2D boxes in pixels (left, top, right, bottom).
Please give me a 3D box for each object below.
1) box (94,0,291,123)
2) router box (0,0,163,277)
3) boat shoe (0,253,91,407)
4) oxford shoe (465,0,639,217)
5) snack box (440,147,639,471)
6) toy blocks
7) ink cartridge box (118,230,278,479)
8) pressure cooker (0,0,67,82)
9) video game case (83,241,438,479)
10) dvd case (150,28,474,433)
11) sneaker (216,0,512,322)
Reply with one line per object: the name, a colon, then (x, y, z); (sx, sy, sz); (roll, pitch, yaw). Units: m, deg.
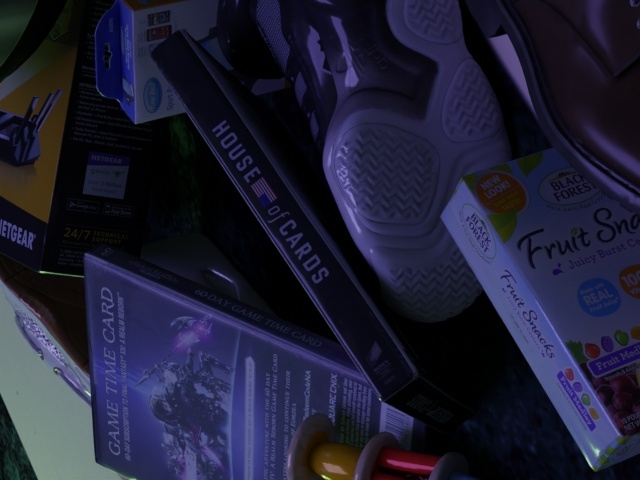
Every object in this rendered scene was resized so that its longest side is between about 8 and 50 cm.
box: (-0.075, -0.124, 0.998); (0.028, 0.136, 0.081); (45, 143, 43)
router box: (-0.219, -0.113, 1.257); (0.309, 0.081, 0.243); (16, 98, 59)
boat shoe: (-0.242, 0.072, 1.486); (0.277, 0.098, 0.096); (51, 147, 35)
oxford shoe: (0.135, -0.088, 0.678); (0.227, 0.082, 0.096); (57, 145, 27)
snack box: (0.133, 0.023, 0.724); (0.141, 0.100, 0.037); (61, 152, 23)
toy blocks: (0.057, 0.179, 0.989); (0.148, 0.054, 0.123); (12, 124, 31)
ink cartridge box: (-0.100, 0.127, 1.251); (0.158, 0.092, 0.218); (45, 141, 42)
pressure cooker: (-0.359, -0.233, 1.013); (0.370, 0.420, 0.375); (48, 117, 8)
video game case: (-0.047, 0.130, 1.093); (0.274, 0.026, 0.196); (22, 129, 26)
dvd case: (0.000, 0.000, 0.919); (0.239, 0.029, 0.179); (55, -174, 19)
sneaker: (0.019, -0.086, 0.893); (0.153, 0.101, 0.269); (-9, 97, 69)
